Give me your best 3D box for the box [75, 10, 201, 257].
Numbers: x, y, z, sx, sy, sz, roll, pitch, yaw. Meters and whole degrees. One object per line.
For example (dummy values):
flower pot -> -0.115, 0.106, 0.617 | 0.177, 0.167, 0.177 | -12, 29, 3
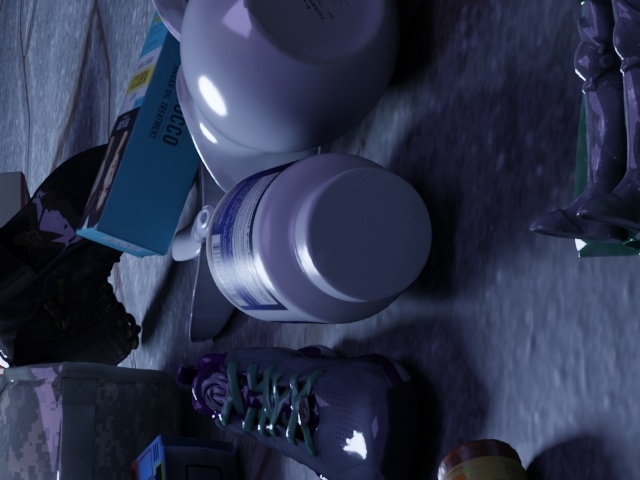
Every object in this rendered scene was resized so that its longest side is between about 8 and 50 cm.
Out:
box -> -0.119, -0.110, 1.301 | 0.244, 0.060, 0.100 | -71, 16, -7

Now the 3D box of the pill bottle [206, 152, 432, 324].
pill bottle -> 0.000, 0.000, 0.921 | 0.169, 0.094, 0.094 | 173, 102, -72

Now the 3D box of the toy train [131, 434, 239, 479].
toy train -> -0.101, 0.234, 1.190 | 0.105, 0.080, 0.184 | -50, 39, 47

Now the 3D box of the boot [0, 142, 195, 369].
boot -> -0.210, 0.037, 1.512 | 0.091, 0.263, 0.229 | 57, 174, 33

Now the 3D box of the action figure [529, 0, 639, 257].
action figure -> 0.123, -0.116, 0.638 | 0.137, 0.063, 0.232 | 155, 123, -73

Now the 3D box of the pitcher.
pitcher -> -0.042, -0.129, 1.001 | 0.177, 0.125, 0.207 | 54, 160, 3

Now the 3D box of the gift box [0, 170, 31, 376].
gift box -> -0.441, 0.079, 2.049 | 0.276, 0.258, 0.255 | 87, 177, -59

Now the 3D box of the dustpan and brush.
dustpan and brush -> -0.083, -0.002, 1.241 | 0.211, 0.060, 0.147 | 159, 116, -70

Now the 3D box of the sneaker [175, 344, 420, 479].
sneaker -> -0.018, 0.100, 0.936 | 0.224, 0.098, 0.083 | 179, 97, -73

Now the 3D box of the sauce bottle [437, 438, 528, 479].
sauce bottle -> 0.080, 0.144, 0.703 | 0.128, 0.042, 0.042 | -102, 25, -47

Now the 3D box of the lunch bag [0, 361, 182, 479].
lunch bag -> -0.205, 0.224, 1.374 | 0.287, 0.169, 0.235 | 153, 122, -75
